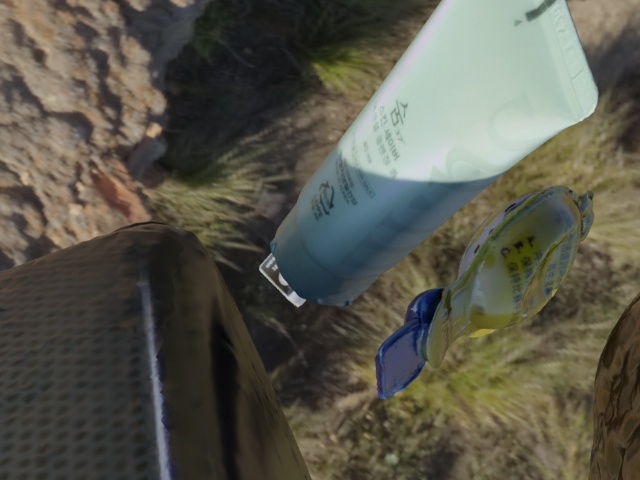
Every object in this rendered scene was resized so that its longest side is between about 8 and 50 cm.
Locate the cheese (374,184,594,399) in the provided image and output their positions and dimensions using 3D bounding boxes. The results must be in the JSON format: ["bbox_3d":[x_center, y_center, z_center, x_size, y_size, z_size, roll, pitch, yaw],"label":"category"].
[{"bbox_3d":[0.136,0.037,0.996,0.250,0.064,0.156,-36,145,-25],"label":"cheese"}]

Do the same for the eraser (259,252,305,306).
[{"bbox_3d":[0.000,0.000,1.141,0.122,0.052,0.029,-49,143,2],"label":"eraser"}]

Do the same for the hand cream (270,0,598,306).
[{"bbox_3d":[0.036,-0.034,0.451,0.050,0.205,0.078,-3,68,-24],"label":"hand cream"}]

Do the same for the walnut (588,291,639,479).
[{"bbox_3d":[0.297,0.116,0.718,0.277,0.252,0.313,-16,134,-26],"label":"walnut"}]

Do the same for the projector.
[{"bbox_3d":[-0.072,0.249,0.445,0.242,0.405,0.395,-20,116,-2],"label":"projector"}]
